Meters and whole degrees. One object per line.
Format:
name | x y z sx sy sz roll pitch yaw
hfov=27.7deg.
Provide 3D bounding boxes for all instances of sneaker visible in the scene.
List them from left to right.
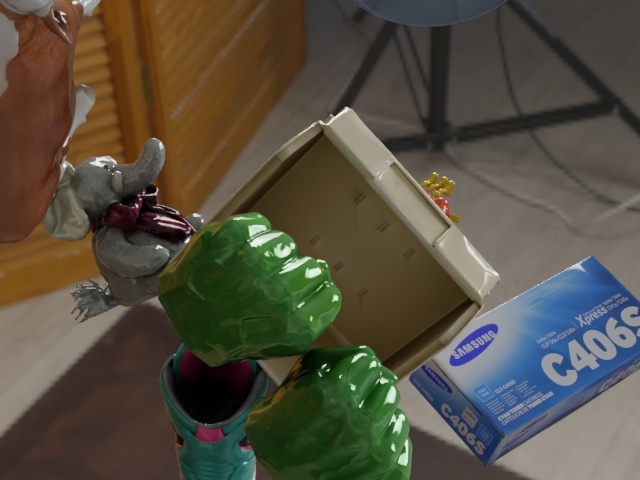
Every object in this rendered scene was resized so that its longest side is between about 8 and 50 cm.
sneaker | -0.126 0.170 1.539 0.124 0.178 0.295 -1 32 -5

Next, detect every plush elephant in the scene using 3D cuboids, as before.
plush elephant | -0.298 -0.041 2.063 0.330 0.255 0.272 -22 9 16

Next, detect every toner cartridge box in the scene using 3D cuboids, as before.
toner cartridge box | 0.305 0.158 1.786 0.348 0.075 0.165 -25 59 -33

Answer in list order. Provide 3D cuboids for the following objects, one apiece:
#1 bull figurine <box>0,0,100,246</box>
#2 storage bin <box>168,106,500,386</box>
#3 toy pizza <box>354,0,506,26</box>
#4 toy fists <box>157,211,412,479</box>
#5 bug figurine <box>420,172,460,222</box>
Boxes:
bull figurine | -0.240 -0.141 1.058 0.101 0.310 0.188 19 34 -2
storage bin | 0.016 0.034 1.410 0.262 0.260 0.123 49 44 1
toy pizza | 0.113 -0.279 1.212 0.201 0.201 0.032 -5 54 -3
toy fists | -0.019 0.102 1.112 0.096 0.279 0.142 -36 8 -38
bug figurine | 0.089 0.021 1.929 0.216 0.279 0.072 25 13 38
